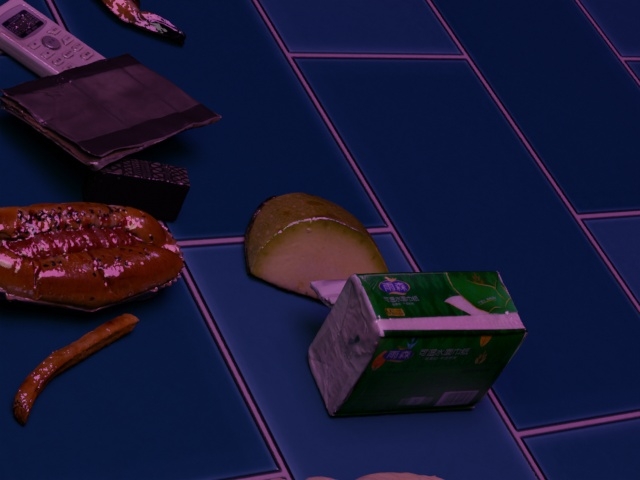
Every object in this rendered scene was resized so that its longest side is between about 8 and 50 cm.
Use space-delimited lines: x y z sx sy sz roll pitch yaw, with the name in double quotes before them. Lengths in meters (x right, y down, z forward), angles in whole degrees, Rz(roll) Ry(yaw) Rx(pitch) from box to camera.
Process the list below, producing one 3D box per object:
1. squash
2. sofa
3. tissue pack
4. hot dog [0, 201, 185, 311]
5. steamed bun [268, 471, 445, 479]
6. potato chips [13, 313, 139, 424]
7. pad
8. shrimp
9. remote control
"squash" 0.010 -0.014 1.995 0.192 0.085 0.184 20 41 -15
"sofa" -0.219 -0.063 1.921 0.118 0.060 0.039 9 36 -24
"tissue pack" 0.101 0.099 1.883 0.209 0.148 0.156 1 48 -31
"hot dog" -0.274 0.018 1.789 0.268 0.075 0.144 -1 46 -36
"steamed bun" 0.072 0.361 1.563 0.268 0.207 0.280 8 18 -26
"potato chips" -0.263 0.128 1.719 0.037 0.026 0.204 40 39 6
"pad" -0.253 -0.162 1.965 0.174 0.022 0.233 35 36 24
"shrimp" -0.202 -0.352 2.256 0.262 0.051 0.198 -13 63 -37
"remote control" -0.337 -0.236 2.054 0.190 0.029 0.087 36 40 5
